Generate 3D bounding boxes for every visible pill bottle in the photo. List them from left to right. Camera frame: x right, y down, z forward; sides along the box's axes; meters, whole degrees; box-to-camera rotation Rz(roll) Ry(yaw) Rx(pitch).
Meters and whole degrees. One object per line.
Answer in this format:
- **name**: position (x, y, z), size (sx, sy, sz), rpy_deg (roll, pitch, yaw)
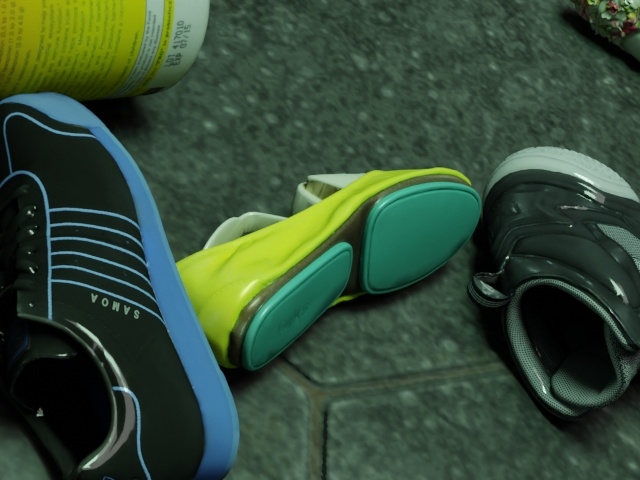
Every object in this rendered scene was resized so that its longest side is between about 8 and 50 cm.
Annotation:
- **pill bottle**: position (-0.173, -0.128, 0.853), size (0.215, 0.117, 0.117), rpy_deg (-11, 58, -42)

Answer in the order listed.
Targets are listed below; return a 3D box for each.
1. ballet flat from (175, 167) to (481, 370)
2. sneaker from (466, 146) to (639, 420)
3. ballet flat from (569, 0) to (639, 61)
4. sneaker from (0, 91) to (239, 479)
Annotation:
- **ballet flat**: position (0.000, 0.000, 0.893), size (0.077, 0.077, 0.231), rpy_deg (29, 35, 28)
- **sneaker**: position (0.207, 0.057, 0.962), size (0.268, 0.101, 0.153), rpy_deg (27, 40, -1)
- **ballet flat**: position (0.304, -0.155, 1.257), size (0.241, 0.091, 0.077), rpy_deg (9, 68, -24)
- **sneaker**: position (-0.123, 0.021, 0.769), size (0.090, 0.081, 0.232), rpy_deg (-3, 53, -46)
